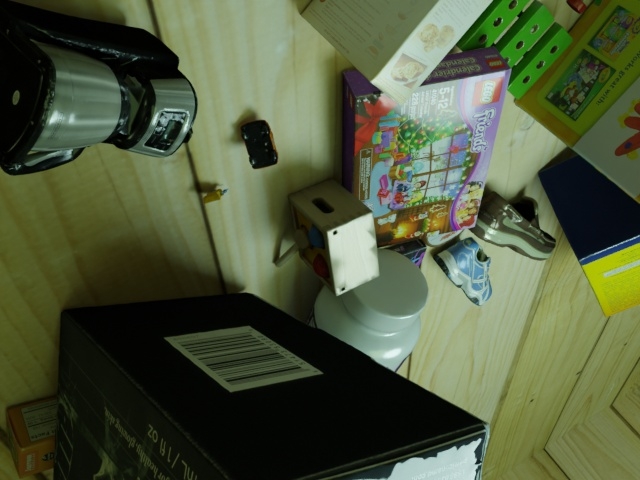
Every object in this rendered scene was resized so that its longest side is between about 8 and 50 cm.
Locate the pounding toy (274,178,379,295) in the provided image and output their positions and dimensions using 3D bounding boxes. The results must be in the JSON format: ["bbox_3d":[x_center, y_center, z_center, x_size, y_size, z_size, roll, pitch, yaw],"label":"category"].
[{"bbox_3d":[0.000,0.000,0.950,0.100,0.141,0.130,-23,128,-19],"label":"pounding toy"}]

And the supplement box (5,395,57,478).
[{"bbox_3d":[-0.322,0.259,0.992,0.233,0.080,0.078,-9,134,-31],"label":"supplement box"}]

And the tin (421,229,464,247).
[{"bbox_3d":[0.201,-0.060,1.120,0.106,0.040,0.189,-25,143,-9],"label":"tin"}]

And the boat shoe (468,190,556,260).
[{"bbox_3d":[0.369,-0.030,1.250,0.257,0.095,0.095,11,117,-46],"label":"boat shoe"}]

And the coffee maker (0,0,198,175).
[{"bbox_3d":[-0.215,-0.147,0.587,0.120,0.171,0.178,-30,172,27],"label":"coffee maker"}]

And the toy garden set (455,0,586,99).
[{"bbox_3d":[0.260,-0.315,0.878,0.204,0.049,0.244,-49,142,18],"label":"toy garden set"}]

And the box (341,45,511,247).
[{"bbox_3d":[0.132,-0.112,0.940,0.201,0.057,0.293,-13,140,-9],"label":"box"}]

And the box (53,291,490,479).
[{"bbox_3d":[-0.105,0.357,0.808,0.297,0.480,0.471,-3,104,-37],"label":"box"}]

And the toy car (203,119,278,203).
[{"bbox_3d":[-0.101,-0.099,0.833,0.122,0.060,0.040,-30,-168,18],"label":"toy car"}]

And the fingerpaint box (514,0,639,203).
[{"bbox_3d":[0.558,-0.251,0.925,0.163,0.371,0.445,11,122,-46],"label":"fingerpaint box"}]

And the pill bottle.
[{"bbox_3d":[0.057,0.152,1.088,0.169,0.169,0.301,-13,147,-30],"label":"pill bottle"}]

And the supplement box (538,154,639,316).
[{"bbox_3d":[0.575,-0.019,1.307,0.195,0.194,0.356,-25,149,18],"label":"supplement box"}]

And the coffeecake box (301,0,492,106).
[{"bbox_3d":[0.090,-0.259,0.708,0.185,0.142,0.068,-49,144,16],"label":"coffeecake box"}]

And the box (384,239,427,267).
[{"bbox_3d":[0.116,0.074,1.203,0.116,0.029,0.162,-16,141,-28],"label":"box"}]

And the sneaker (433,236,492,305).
[{"bbox_3d":[0.290,0.060,1.291,0.081,0.080,0.211,-41,146,10],"label":"sneaker"}]
